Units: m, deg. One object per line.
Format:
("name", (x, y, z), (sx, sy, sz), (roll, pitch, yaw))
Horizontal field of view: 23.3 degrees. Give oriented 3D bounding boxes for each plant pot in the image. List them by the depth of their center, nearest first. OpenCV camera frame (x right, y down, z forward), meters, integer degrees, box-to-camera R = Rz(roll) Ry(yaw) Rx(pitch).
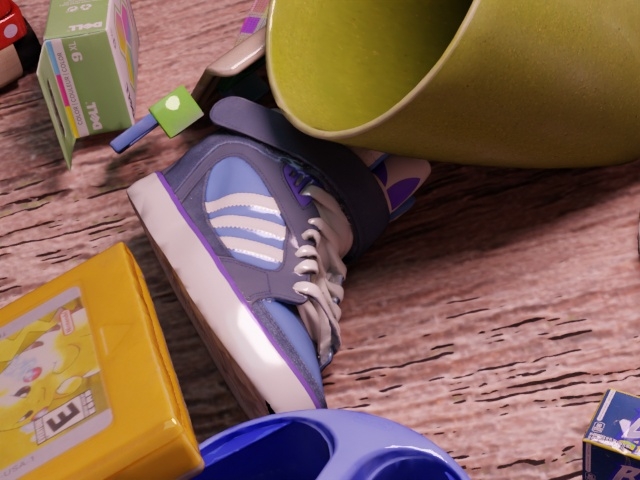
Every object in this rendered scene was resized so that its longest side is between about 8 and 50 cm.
("plant pot", (0.153, -0.168, 1.256), (0.293, 0.275, 0.275), (19, 33, -35))

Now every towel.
("towel", (-0.046, -0.213, 1.533), (0.060, 0.009, 0.083), (8, 50, 16))

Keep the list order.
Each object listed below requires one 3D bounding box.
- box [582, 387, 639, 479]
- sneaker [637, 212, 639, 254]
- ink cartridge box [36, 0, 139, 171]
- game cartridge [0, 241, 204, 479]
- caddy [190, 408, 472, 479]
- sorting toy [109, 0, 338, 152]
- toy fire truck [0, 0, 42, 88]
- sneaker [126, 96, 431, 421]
("box", (0.270, 0.163, 1.086), (0.169, 0.059, 0.054), (16, 49, 23))
("sneaker", (0.302, 0.023, 1.181), (0.100, 0.108, 0.271), (-7, 45, 6))
("ink cartridge box", (-0.210, -0.170, 1.434), (0.062, 0.109, 0.209), (-8, 38, 3))
("game cartridge", (-0.255, 0.148, 1.109), (0.324, 0.052, 0.285), (-28, 29, -2))
("caddy", (-0.027, 0.261, 0.965), (0.241, 0.179, 0.341), (14, 51, 21))
("sorting toy", (-0.037, -0.170, 1.401), (0.348, 0.196, 0.047), (-38, 94, -17))
("toy fire truck", (-0.372, -0.283, 1.493), (0.158, 0.246, 0.217), (-34, 50, -20))
("sneaker", (0.000, 0.000, 1.238), (0.236, 0.130, 0.323), (-27, 43, -9))
